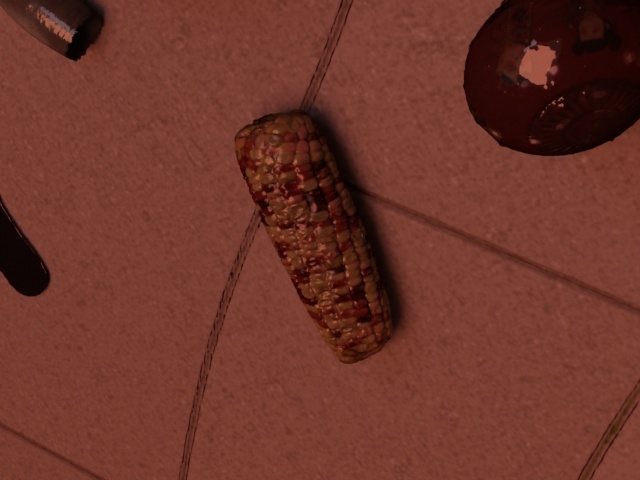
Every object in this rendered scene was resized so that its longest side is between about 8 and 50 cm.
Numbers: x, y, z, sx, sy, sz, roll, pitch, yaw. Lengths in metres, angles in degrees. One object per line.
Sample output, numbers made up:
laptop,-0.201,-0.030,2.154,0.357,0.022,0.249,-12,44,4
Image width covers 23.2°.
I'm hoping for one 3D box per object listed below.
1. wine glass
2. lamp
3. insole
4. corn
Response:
wine glass,-0.301,-0.250,1.504,0.198,0.066,0.066,37,129,11
lamp,0.183,-0.141,1.193,0.156,0.157,0.135,-26,62,12
insole,-0.373,-0.048,1.696,0.086,0.005,0.253,-24,99,40
corn,0.000,0.000,1.426,0.086,0.086,0.253,-12,108,37
